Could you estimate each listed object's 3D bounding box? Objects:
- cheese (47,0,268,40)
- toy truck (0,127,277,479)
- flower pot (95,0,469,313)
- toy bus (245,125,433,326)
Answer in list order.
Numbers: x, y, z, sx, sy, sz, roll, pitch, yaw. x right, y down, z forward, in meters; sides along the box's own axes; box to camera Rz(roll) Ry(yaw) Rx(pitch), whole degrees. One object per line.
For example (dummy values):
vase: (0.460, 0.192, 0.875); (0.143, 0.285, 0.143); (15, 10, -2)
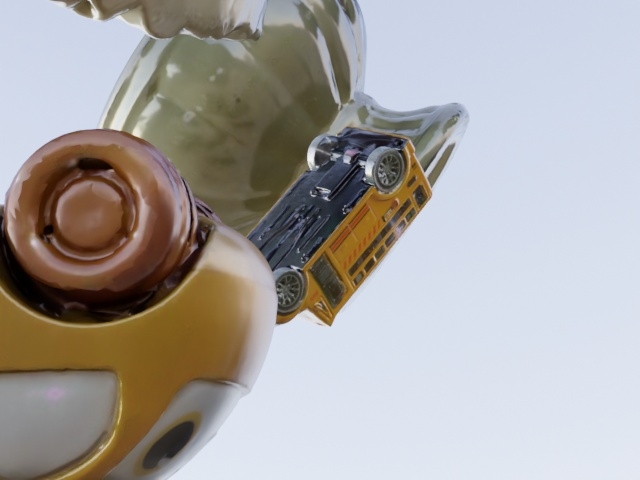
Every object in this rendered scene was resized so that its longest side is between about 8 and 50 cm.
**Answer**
cheese: (-0.167, -0.233, 0.791); (0.332, 0.292, 0.153); (-14, -55, -69)
toy truck: (-0.166, 0.066, 0.664); (0.288, 0.211, 0.204); (0, -11, 5)
flower pot: (-0.027, -0.081, 1.150); (0.307, 0.244, 0.307); (-54, -9, -12)
toy bus: (0.000, 0.000, 0.872); (0.162, 0.070, 0.074); (-50, -50, -20)
